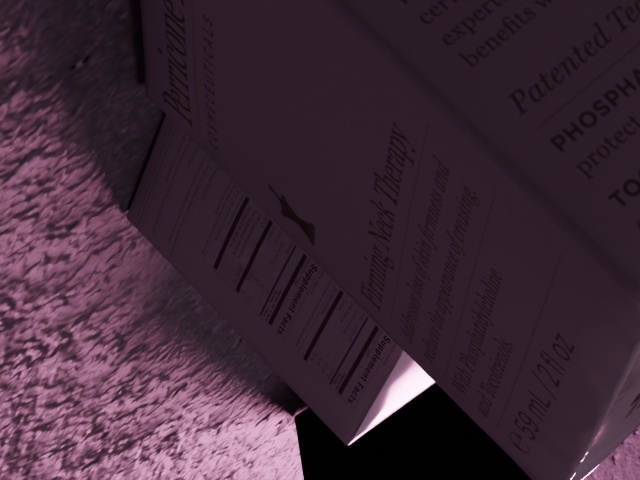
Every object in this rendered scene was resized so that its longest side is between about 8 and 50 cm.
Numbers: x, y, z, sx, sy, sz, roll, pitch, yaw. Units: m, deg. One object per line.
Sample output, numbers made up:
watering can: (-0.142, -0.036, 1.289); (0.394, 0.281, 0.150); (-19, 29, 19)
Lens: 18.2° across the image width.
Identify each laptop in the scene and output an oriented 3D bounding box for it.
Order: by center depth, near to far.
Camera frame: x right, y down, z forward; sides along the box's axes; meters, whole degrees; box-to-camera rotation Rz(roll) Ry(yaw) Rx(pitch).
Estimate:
laptop: (0.193, 0.207, 2.270); (0.382, 0.408, 0.236); (-33, 130, 21)

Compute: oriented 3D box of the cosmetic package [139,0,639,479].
cosmetic package: (0.136, -0.127, 1.189); (0.327, 0.394, 0.329); (-40, 163, -18)

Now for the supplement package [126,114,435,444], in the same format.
supplement package: (0.000, 0.000, 1.442); (0.139, 0.244, 0.134); (-31, 159, -38)
